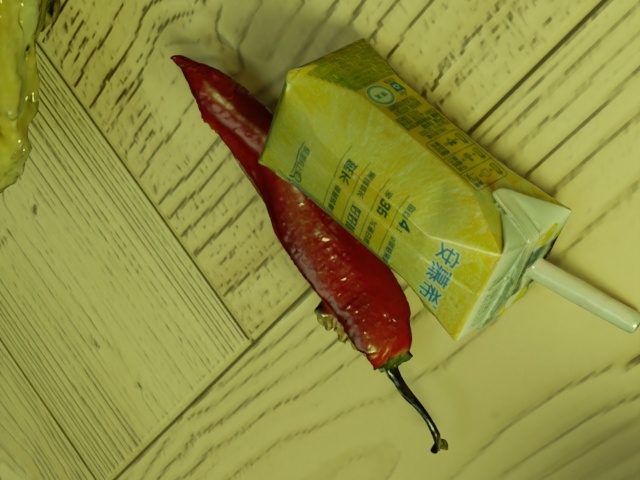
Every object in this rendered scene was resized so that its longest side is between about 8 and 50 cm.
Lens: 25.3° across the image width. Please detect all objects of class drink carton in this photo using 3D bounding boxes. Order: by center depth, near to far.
[{"bbox_3d":[0.062,-0.010,0.698,0.200,0.074,0.084,42,135,22],"label":"drink carton"}]

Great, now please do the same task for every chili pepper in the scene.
[{"bbox_3d":[0.000,0.000,0.785,0.050,0.059,0.268,-33,82,9],"label":"chili pepper"}]

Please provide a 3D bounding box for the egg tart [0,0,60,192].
[{"bbox_3d":[-0.257,-0.192,0.869,0.341,0.132,0.341,21,123,37],"label":"egg tart"}]
